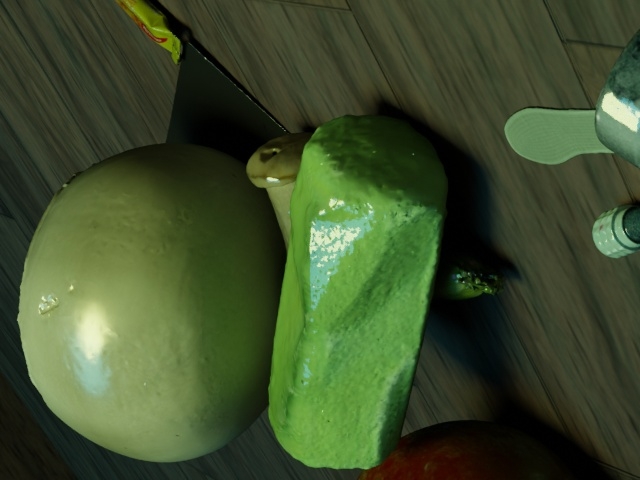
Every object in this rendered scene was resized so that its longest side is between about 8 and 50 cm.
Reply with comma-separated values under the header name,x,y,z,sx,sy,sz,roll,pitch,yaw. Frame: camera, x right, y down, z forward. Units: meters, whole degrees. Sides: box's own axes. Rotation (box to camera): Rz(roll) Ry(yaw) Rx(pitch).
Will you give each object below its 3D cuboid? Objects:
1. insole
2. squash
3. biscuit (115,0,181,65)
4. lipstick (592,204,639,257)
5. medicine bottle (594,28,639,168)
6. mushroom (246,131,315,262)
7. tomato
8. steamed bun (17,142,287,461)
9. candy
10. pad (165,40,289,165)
name,x,y,z,sx,sy,sz,roll,pitch,yaw
insole,0.178,-0.076,1.286,0.053,0.002,0.152,56,158,-18
squash,0.104,0.033,1.558,0.052,0.052,0.183,53,161,-10
biscuit,-0.232,-0.283,1.718,0.292,0.026,0.048,45,167,11
lipstick,0.236,-0.014,1.238,0.037,0.037,0.116,51,155,-7
medicine bottle,0.292,-0.021,0.961,0.293,0.141,0.141,39,157,27
mushroom,0.007,0.007,1.649,0.108,0.096,0.247,30,148,42
tomato,0.155,0.294,1.680,0.270,0.222,0.270,25,131,32
steamed bun,-0.138,0.063,1.731,0.206,0.324,0.324,9,142,24
candy,0.028,0.050,1.532,0.132,0.142,0.344,9,131,0
pad,-0.091,-0.095,1.791,0.159,0.009,0.265,43,159,8
